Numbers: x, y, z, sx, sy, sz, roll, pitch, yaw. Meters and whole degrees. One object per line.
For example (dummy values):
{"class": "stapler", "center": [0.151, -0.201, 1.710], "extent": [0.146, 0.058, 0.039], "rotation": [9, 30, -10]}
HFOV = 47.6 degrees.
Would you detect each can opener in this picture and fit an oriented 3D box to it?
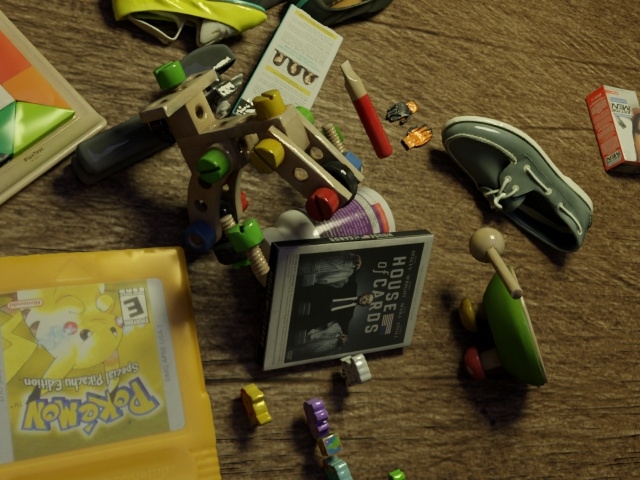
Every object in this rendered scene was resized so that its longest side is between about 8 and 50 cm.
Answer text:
{"class": "can opener", "center": [-0.218, -0.171, 0.986], "extent": [0.280, 0.074, 0.093], "rotation": [-40, 92, -31]}

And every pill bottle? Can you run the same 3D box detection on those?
{"class": "pill bottle", "center": [0.000, 0.000, 1.005], "extent": [0.193, 0.108, 0.108], "rotation": [-20, 79, -33]}

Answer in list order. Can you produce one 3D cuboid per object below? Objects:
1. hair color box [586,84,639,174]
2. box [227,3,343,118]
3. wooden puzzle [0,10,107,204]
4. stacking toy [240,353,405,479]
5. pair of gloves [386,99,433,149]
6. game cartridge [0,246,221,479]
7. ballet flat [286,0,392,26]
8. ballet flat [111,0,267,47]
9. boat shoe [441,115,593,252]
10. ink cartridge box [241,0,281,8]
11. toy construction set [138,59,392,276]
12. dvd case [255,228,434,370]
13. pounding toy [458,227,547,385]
{"class": "hair color box", "center": [0.596, -0.219, 1.439], "extent": [0.093, 0.053, 0.167], "rotation": [3, 69, -27]}
{"class": "box", "center": [-0.055, -0.241, 1.106], "extent": [0.100, 0.060, 0.244], "rotation": [30, 59, -13]}
{"class": "wooden puzzle", "center": [-0.423, -0.174, 0.898], "extent": [0.238, 0.044, 0.221], "rotation": [45, 57, -4]}
{"class": "stacking toy", "center": [0.008, 0.268, 0.931], "extent": [0.166, 0.052, 0.221], "rotation": [-16, 82, -26]}
{"class": "pair of gloves", "center": [0.152, -0.198, 1.225], "extent": [0.074, 0.010, 0.083], "rotation": [-29, 83, -33]}
{"class": "game cartridge", "center": [-0.270, 0.170, 0.828], "extent": [0.285, 0.052, 0.324], "rotation": [-4, 70, -28]}
{"class": "ballet flat", "center": [0.062, -0.429, 1.226], "extent": [0.280, 0.096, 0.095], "rotation": [-39, 89, -34]}
{"class": "ballet flat", "center": [-0.195, -0.328, 1.074], "extent": [0.230, 0.077, 0.077], "rotation": [8, 87, -21]}
{"class": "boat shoe", "center": [0.329, -0.091, 1.211], "extent": [0.319, 0.116, 0.099], "rotation": [33, 54, -18]}
{"class": "ink cartridge box", "center": [-0.039, -0.589, 1.202], "extent": [0.384, 0.160, 0.279], "rotation": [-39, 90, -34]}
{"class": "toy construction set", "center": [-0.071, -0.141, 0.903], "extent": [0.308, 0.257, 0.237], "rotation": [-36, 110, -27]}
{"class": "dvd case", "center": [0.035, 0.077, 0.970], "extent": [0.238, 0.029, 0.179], "rotation": [-5, 116, -28]}
{"class": "pounding toy", "center": [0.252, 0.118, 1.077], "extent": [0.183, 0.110, 0.237], "rotation": [-90, 158, -55]}
